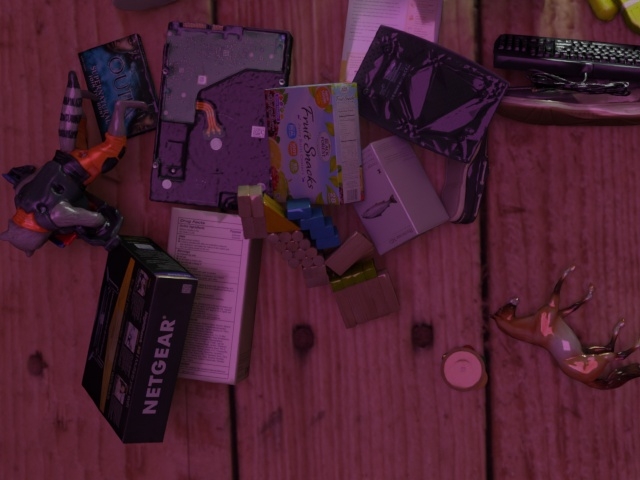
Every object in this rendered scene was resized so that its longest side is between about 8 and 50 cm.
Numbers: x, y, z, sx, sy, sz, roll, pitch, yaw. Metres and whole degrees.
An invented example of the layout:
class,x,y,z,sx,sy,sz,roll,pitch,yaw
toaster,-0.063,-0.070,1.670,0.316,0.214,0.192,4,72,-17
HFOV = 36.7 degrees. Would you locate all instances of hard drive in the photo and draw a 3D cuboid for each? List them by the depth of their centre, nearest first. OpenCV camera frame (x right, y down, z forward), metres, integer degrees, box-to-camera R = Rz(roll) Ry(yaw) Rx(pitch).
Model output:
class,x,y,z,sx,sy,sz,roll,pitch,yaw
hard drive,0.185,-0.254,1.689,0.255,0.054,0.172,28,97,16
hard drive,-0.184,-0.228,1.799,0.237,0.064,0.338,5,92,4

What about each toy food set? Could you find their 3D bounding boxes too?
class,x,y,z,sx,sy,sz,roll,pitch,yaw
toy food set,0.260,0.233,1.759,0.083,0.020,0.082,-9,88,9

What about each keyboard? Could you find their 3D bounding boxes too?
class,x,y,z,sx,sy,sz,roll,pitch,yaw
keyboard,0.454,-0.302,1.651,0.317,0.201,0.033,6,129,9

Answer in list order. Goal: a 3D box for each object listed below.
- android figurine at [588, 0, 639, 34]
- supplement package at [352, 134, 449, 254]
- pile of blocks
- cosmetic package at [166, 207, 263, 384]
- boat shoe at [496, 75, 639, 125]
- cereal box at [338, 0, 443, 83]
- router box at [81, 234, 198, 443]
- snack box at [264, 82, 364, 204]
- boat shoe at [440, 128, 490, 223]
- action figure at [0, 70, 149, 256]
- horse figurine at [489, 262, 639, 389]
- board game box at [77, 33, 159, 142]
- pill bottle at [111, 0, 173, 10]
class,x,y,z,sx,sy,sz,roll,pitch,yaw
android figurine,0.586,-0.473,1.687,0.248,0.056,0.272,-28,85,8
supplement package,0.127,-0.083,1.719,0.105,0.105,0.179,-32,84,43
pile of blocks,0.000,0.000,1.711,0.149,0.112,0.362,-41,113,16
cosmetic package,-0.203,0.100,1.787,0.160,0.113,0.309,7,91,9
boat shoe,0.446,-0.254,1.692,0.285,0.103,0.092,4,82,9
cereal box,0.132,-0.387,1.764,0.173,0.047,0.240,8,91,8
router box,-0.329,0.170,1.725,0.081,0.243,0.308,6,105,-32
snack box,-0.012,-0.169,1.698,0.175,0.070,0.207,6,105,45
boat shoe,0.271,-0.128,1.748,0.065,0.075,0.206,16,86,-34
action figure,-0.490,-0.133,1.761,0.341,0.178,0.330,19,81,32
horse figurine,0.451,0.171,1.707,0.174,0.066,0.263,-43,82,1
board game box,-0.382,-0.290,1.857,0.126,0.026,0.186,-17,88,9
pill bottle,-0.357,-0.622,1.759,0.210,0.210,0.362,-20,87,9
